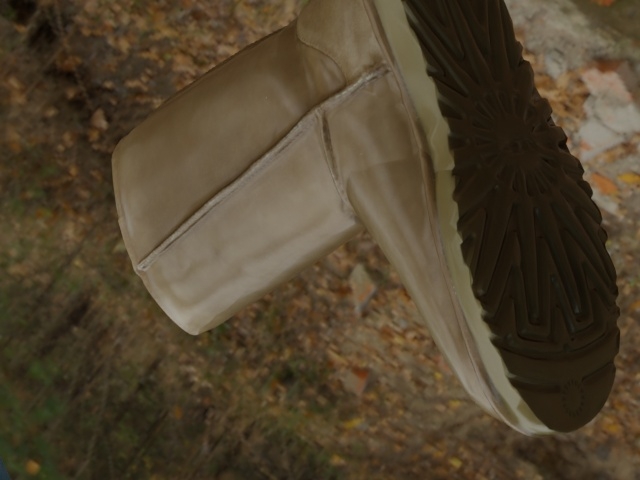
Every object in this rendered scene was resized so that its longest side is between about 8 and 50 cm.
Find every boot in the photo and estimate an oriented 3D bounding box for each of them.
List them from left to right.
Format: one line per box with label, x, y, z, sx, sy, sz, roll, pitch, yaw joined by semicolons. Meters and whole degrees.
boot;0.000;0.000;0.487;0.089;0.236;0.269;-2;162;-38

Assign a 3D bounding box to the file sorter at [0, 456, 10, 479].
file sorter;-0.284;0.184;0.618;0.170;0.104;0.118;-18;96;36
